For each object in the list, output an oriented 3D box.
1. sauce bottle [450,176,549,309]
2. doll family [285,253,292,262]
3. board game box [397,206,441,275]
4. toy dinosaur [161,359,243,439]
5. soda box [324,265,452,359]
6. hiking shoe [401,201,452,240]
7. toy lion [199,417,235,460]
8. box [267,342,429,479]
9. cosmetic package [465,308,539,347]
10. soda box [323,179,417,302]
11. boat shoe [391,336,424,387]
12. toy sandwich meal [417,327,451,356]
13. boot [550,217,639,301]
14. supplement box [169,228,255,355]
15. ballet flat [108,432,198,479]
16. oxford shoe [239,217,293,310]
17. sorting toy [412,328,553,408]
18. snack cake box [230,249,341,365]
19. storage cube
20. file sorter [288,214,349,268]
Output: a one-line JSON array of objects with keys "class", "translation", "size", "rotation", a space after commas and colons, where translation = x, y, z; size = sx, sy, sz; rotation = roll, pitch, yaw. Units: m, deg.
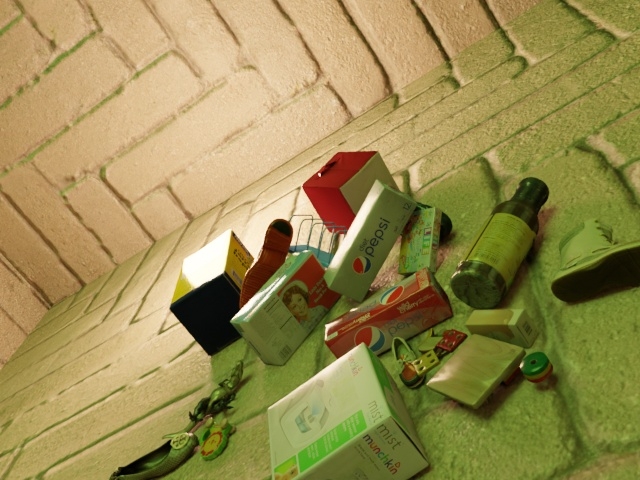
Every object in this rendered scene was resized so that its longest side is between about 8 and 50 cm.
[{"class": "sauce bottle", "translation": [0.385, -0.007, 1.488], "size": [0.111, 0.111, 0.344], "rotation": [-12, 30, 49]}, {"class": "doll family", "translation": [-0.068, 0.103, 2.032], "size": [0.163, 0.118, 0.263], "rotation": [-49, 9, 7]}, {"class": "board game box", "translation": [0.236, 0.004, 1.718], "size": [0.103, 0.026, 0.154], "rotation": [-11, 66, 51]}, {"class": "toy dinosaur", "translation": [-0.269, 0.400, 1.732], "size": [0.268, 0.064, 0.118], "rotation": [-41, 5, -13]}, {"class": "soda box", "translation": [0.141, 0.167, 1.522], "size": [0.263, 0.092, 0.083], "rotation": [-31, 19, 15]}, {"class": "hiking shoe", "translation": [0.242, -0.068, 1.879], "size": [0.132, 0.113, 0.304], "rotation": [-23, 21, -31]}, {"class": "toy lion", "translation": [-0.241, 0.449, 1.620], "size": [0.100, 0.034, 0.096], "rotation": [-13, 37, 50]}, {"class": "box", "translation": [0.039, 0.339, 1.253], "size": [0.231, 0.126, 0.262], "rotation": [-36, 18, 7]}, {"class": "cosmetic package", "translation": [0.323, 0.157, 1.287], "size": [0.115, 0.060, 0.041], "rotation": [-11, 31, 54]}, {"class": "soda box", "translation": [0.118, 0.002, 1.766], "size": [0.286, 0.098, 0.091], "rotation": [-62, 15, 12]}, {"class": "boat shoe", "translation": [0.166, 0.235, 1.397], "size": [0.049, 0.043, 0.137], "rotation": [-31, 21, 9]}, {"class": "toy sandwich meal", "translation": [0.225, 0.198, 1.403], "size": [0.086, 0.029, 0.085], "rotation": [-32, 20, 13]}, {"class": "boot", "translation": [0.514, 0.015, 1.271], "size": [0.213, 0.077, 0.165], "rotation": [-26, 19, 35]}, {"class": "supplement box", "translation": [-0.299, 0.147, 2.168], "size": [0.194, 0.195, 0.356], "rotation": [-33, 20, 10]}, {"class": "ballet flat", "translation": [-0.395, 0.515, 1.676], "size": [0.250, 0.058, 0.084], "rotation": [-32, 20, 12]}, {"class": "oxford shoe", "translation": [-0.139, 0.077, 1.915], "size": [0.098, 0.097, 0.271], "rotation": [129, 165, -80]}, {"class": "sorting toy", "translation": [0.267, 0.230, 1.232], "size": [0.132, 0.046, 0.274], "rotation": [-43, 20, -18]}, {"class": "snack cake box", "translation": [-0.081, 0.167, 1.814], "size": [0.089, 0.152, 0.264], "rotation": [-9, 32, 53]}, {"class": "storage cube", "translation": [0.100, -0.140, 2.148], "size": [0.184, 0.215, 0.193], "rotation": [-44, 27, -24]}, {"class": "file sorter", "translation": [0.000, 0.000, 1.971], "size": [0.170, 0.104, 0.118], "rotation": [21, 14, 34]}]
